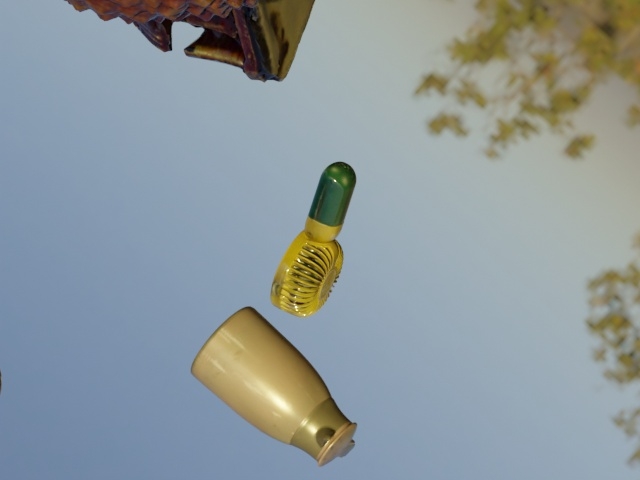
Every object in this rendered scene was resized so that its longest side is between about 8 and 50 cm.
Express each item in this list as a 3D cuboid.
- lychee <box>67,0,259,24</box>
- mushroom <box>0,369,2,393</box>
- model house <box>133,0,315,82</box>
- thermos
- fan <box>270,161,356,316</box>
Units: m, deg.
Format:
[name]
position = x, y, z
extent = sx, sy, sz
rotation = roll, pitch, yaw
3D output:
[lychee]
position = -0.124, -0.289, 1.437
extent = 0.271, 0.271, 0.271
rotation = 40, -170, -8
[mushroom]
position = -0.388, 0.122, 1.747
extent = 0.209, 0.094, 0.072
rotation = 21, 147, 48
[model house]
position = -0.149, -0.372, 1.859
extent = 0.282, 0.297, 0.317
rotation = 10, 140, 24
[thermos]
position = -0.040, 0.177, 1.995
extent = 0.193, 0.105, 0.137
rotation = 40, 177, 14
[fan]
position = 0.000, 0.000, 1.593
extent = 0.039, 0.155, 0.082
rotation = 26, -154, 17
